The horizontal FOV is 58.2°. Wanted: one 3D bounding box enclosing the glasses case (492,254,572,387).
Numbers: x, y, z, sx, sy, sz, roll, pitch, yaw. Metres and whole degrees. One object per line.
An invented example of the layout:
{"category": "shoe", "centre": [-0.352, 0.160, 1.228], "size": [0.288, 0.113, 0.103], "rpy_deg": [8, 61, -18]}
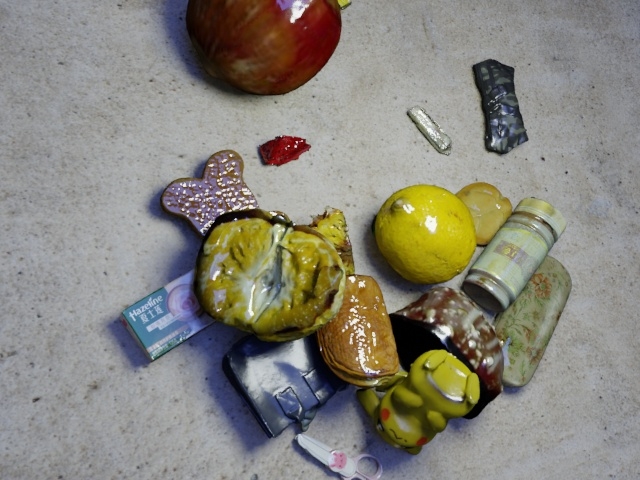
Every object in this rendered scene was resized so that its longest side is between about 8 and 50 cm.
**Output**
{"category": "glasses case", "centre": [0.599, 0.226, 1.660], "size": [0.156, 0.098, 0.425], "rpy_deg": [38, 65, -5]}

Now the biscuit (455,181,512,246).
{"category": "biscuit", "centre": [0.483, -0.077, 1.743], "size": [0.260, 0.041, 0.203], "rpy_deg": [-19, 82, -26]}

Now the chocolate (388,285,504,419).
{"category": "chocolate", "centre": [0.346, 0.266, 1.497], "size": [0.210, 0.225, 0.340], "rpy_deg": [-38, 89, -33]}

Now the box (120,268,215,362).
{"category": "box", "centre": [-0.347, 0.176, 1.351], "size": [0.199, 0.081, 0.135], "rpy_deg": [-33, 87, -27]}

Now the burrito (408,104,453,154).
{"category": "burrito", "centre": [0.344, -0.340, 1.774], "size": [0.058, 0.045, 0.188], "rpy_deg": [-41, 92, 0]}

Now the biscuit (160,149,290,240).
{"category": "biscuit", "centre": [-0.209, -0.001, 1.461], "size": [0.283, 0.064, 0.432], "rpy_deg": [-38, 92, -25]}

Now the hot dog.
{"category": "hot dog", "centre": [0.092, 0.220, 1.360], "size": [0.196, 0.122, 0.272], "rpy_deg": [2, 60, -28]}

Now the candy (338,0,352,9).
{"category": "candy", "centre": [0.113, -0.867, 1.832], "size": [0.187, 0.081, 0.297], "rpy_deg": [47, 65, 1]}

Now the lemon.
{"category": "lemon", "centre": [0.276, -0.020, 1.525], "size": [0.310, 0.258, 0.257], "rpy_deg": [38, 61, -39]}

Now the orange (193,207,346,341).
{"category": "orange", "centre": [-0.108, 0.089, 1.307], "size": [0.369, 0.210, 0.270], "rpy_deg": [20, 79, 19]}

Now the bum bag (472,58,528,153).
{"category": "bum bag", "centre": [0.586, -0.440, 1.865], "size": [0.144, 0.095, 0.340], "rpy_deg": [-3, 73, -5]}

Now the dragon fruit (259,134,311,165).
{"category": "dragon fruit", "centre": [-0.090, -0.239, 1.579], "size": [0.131, 0.097, 0.063], "rpy_deg": [1, 76, -40]}

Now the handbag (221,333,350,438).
{"category": "handbag", "centre": [-0.047, 0.308, 1.395], "size": [0.326, 0.118, 0.269], "rpy_deg": [-30, 83, -28]}

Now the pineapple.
{"category": "pineapple", "centre": [-0.001, -0.004, 1.505], "size": [0.140, 0.249, 0.164], "rpy_deg": [-18, 49, -5]}

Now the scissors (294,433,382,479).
{"category": "scissors", "centre": [0.040, 0.537, 1.402], "size": [0.242, 0.030, 0.118], "rpy_deg": [35, 65, -9]}

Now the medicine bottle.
{"category": "medicine bottle", "centre": [0.554, 0.042, 1.651], "size": [0.151, 0.151, 0.322], "rpy_deg": [41, 74, -4]}

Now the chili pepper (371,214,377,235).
{"category": "chili pepper", "centre": [0.184, -0.060, 1.636], "size": [0.118, 0.035, 0.055], "rpy_deg": [-33, 71, -28]}

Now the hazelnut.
{"category": "hazelnut", "centre": [-0.150, -0.584, 1.521], "size": [0.421, 0.353, 0.420], "rpy_deg": [1, 93, 10]}

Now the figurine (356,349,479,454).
{"category": "figurine", "centre": [0.223, 0.381, 1.367], "size": [0.218, 0.326, 0.169], "rpy_deg": [41, 29, 8]}
